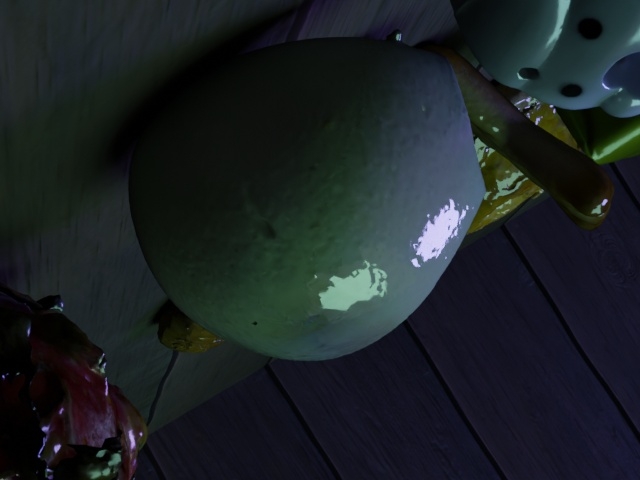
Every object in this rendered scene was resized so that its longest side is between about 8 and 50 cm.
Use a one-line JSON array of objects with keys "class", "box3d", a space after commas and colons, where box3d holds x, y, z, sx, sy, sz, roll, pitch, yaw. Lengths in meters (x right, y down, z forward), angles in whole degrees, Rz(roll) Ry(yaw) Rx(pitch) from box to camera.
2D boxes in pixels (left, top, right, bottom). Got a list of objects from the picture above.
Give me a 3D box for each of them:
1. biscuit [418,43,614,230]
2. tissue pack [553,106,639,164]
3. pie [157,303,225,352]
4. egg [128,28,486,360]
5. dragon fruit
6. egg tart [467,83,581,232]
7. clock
[{"class": "biscuit", "box3d": [0.167, -0.089, 1.376, 0.047, 0.208, 0.164, -51, 172, 4]}, {"class": "tissue pack", "box3d": [0.333, -0.205, 1.413, 0.275, 0.167, 0.200, -36, 171, 22]}, {"class": "pie", "box3d": [-0.066, 0.052, 1.846, 0.273, 0.069, 0.273, -30, 176, -2]}, {"class": "egg", "box3d": [-0.019, 0.000, 1.064, 0.206, 0.161, 0.271, 11, 137, -29]}, {"class": "dragon fruit", "box3d": [-0.246, 0.154, 1.156, 0.269, 0.250, 0.291, -55, 159, 19]}, {"class": "egg tart", "box3d": [0.195, -0.091, 1.793, 0.295, 0.116, 0.295, -31, 174, -3]}, {"class": "clock", "box3d": [0.196, -0.199, 0.868, 0.189, 0.189, 0.254, -27, 170, -32]}]
